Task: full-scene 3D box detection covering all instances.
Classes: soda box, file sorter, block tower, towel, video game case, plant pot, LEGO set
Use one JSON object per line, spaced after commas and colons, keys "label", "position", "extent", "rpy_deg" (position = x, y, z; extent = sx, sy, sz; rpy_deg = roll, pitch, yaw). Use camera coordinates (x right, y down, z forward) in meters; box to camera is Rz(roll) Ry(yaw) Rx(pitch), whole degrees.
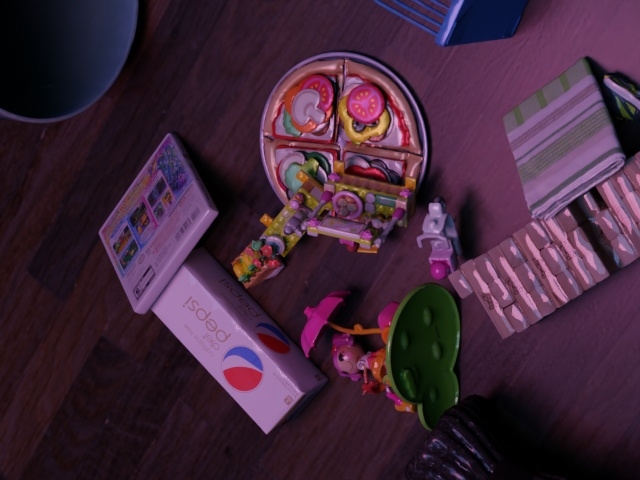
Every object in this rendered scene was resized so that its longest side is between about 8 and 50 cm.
{"label": "soda box", "position": [-0.096, 0.111, 1.974], "extent": [0.216, 0.069, 0.074], "rpy_deg": [46, 116, 11]}
{"label": "file sorter", "position": [0.138, -0.270, 1.727], "extent": [0.104, 0.170, 0.118], "rpy_deg": [31, 112, 20]}
{"label": "block tower", "position": [0.293, -0.019, 1.744], "extent": [0.335, 0.091, 0.097], "rpy_deg": [-33, 84, 28]}
{"label": "towel", "position": [0.242, -0.100, 1.742], "extent": [0.113, 0.023, 0.152], "rpy_deg": [-35, 40, 24]}
{"label": "video game case", "position": [-0.185, -0.020, 1.976], "extent": [0.157, 0.019, 0.143], "rpy_deg": [-53, 43, 22]}
{"label": "plant pot", "position": [-0.386, -0.269, 1.931], "extent": [0.235, 0.293, 0.293], "rpy_deg": [-1, 100, 42]}
{"label": "LEGO set", "position": [0.000, 0.000, 1.856], "extent": [0.287, 0.107, 0.132], "rpy_deg": [-7, 119, 30]}

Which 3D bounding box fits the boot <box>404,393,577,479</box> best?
{"label": "boot", "position": [0.210, 0.263, 1.724], "extent": [0.131, 0.348, 0.260], "rpy_deg": [-41, 81, -12]}

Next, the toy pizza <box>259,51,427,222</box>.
{"label": "toy pizza", "position": [0.020, -0.102, 1.895], "extent": [0.201, 0.032, 0.201], "rpy_deg": [6, 103, 25]}

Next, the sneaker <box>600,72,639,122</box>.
{"label": "sneaker", "position": [0.312, -0.132, 1.750], "extent": [0.083, 0.031, 0.035], "rpy_deg": [44, 129, 17]}

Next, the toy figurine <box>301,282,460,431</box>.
{"label": "toy figurine", "position": [0.056, 0.117, 1.896], "extent": [0.159, 0.130, 0.173], "rpy_deg": [9, 129, 38]}
